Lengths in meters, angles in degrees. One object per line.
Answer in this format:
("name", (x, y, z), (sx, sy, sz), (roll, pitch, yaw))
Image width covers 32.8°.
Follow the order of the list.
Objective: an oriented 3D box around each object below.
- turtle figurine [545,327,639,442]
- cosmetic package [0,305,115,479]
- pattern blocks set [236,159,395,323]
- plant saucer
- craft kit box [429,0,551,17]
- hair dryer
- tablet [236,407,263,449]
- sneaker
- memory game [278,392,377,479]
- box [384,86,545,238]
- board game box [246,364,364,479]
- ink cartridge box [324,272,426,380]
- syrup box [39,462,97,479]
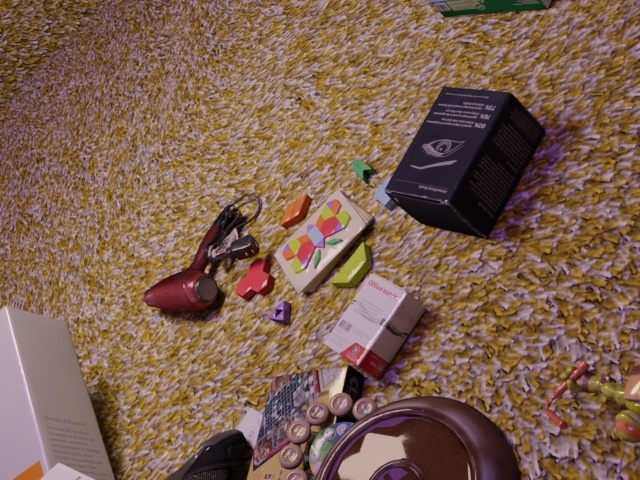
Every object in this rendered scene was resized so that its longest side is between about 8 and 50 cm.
("turtle figurine", (0.405, 0.158, 1.269), (0.269, 0.087, 0.217), (-1, 51, 57))
("cosmetic package", (-0.519, 0.370, 1.915), (0.230, 0.161, 0.453), (-38, 57, 19))
("pattern blocks set", (0.000, 0.000, 1.894), (0.324, 0.026, 0.285), (-55, 36, -5))
("plant saucer", (0.107, 0.337, 1.426), (0.311, 0.050, 0.310), (-18, 50, 23))
("craft kit box", (0.345, -0.517, 1.943), (0.250, 0.061, 0.246), (10, 70, 50))
("hair dryer", (-0.219, 0.050, 2.074), (0.293, 0.080, 0.223), (-35, 23, 13))
("tablet", (-0.105, 0.307, 1.761), (0.083, 0.006, 0.054), (20, 75, 53))
("sneaker", (-0.158, 0.383, 1.666), (0.130, 0.087, 0.227), (25, 33, 21))
("memory game", (0.028, 0.304, 1.556), (0.186, 0.012, 0.186), (-9, 55, 14))
("box", (0.223, -0.124, 1.689), (0.153, 0.108, 0.207), (18, 74, 52))
("board game box", (-0.030, 0.314, 1.642), (0.165, 0.042, 0.243), (-14, 50, 40))
("ink cartridge box", (0.084, 0.131, 1.664), (0.135, 0.056, 0.099), (-55, 36, -4))
("syrup box", (-0.341, 0.418, 1.608), (0.237, 0.093, 0.096), (8, 45, 49))
